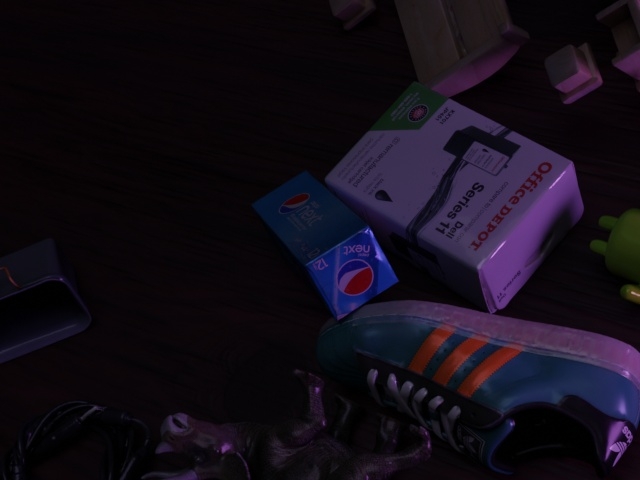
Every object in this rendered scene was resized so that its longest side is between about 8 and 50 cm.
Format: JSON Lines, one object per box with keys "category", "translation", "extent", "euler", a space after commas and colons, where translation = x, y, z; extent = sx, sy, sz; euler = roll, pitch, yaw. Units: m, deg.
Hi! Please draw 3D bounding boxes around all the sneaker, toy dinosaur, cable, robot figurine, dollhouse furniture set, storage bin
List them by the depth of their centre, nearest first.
{"category": "sneaker", "translation": [0.128, 0.135, 1.093], "extent": [0.302, 0.108, 0.121], "euler": [5, 54, 21]}
{"category": "toy dinosaur", "translation": [0.011, 0.218, 1.095], "extent": [0.313, 0.121, 0.160], "euler": [24, 79, 26]}
{"category": "robot figurine", "translation": [0.310, 0.011, 1.139], "extent": [0.115, 0.067, 0.101], "euler": [23, 96, 33]}
{"category": "cable", "translation": [-0.257, 0.236, 1.201], "extent": [0.150, 0.047, 0.184], "euler": [15, 63, 28]}
{"category": "storage bin", "translation": [-0.326, 0.056, 1.329], "extent": [0.135, 0.098, 0.091], "euler": [-23, 42, 4]}
{"category": "dollhouse furniture set", "translation": [0.215, -0.221, 1.357], "extent": [0.355, 0.174, 0.303], "euler": [-31, 59, 35]}

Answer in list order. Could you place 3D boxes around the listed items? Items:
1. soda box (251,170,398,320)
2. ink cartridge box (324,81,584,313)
{"category": "soda box", "translation": [0.000, 0.000, 1.204], "extent": [0.071, 0.067, 0.210], "euler": [-32, 24, -5]}
{"category": "ink cartridge box", "translation": [0.134, -0.046, 1.231], "extent": [0.208, 0.087, 0.153], "euler": [32, 72, 33]}
